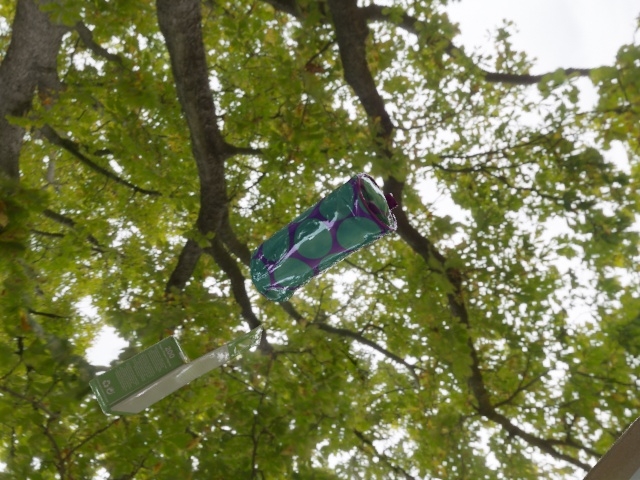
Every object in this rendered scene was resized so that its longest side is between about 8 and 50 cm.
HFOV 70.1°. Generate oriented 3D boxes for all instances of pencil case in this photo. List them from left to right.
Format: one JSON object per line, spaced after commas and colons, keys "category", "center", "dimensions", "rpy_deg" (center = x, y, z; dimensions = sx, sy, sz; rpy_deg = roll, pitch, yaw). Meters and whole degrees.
{"category": "pencil case", "center": [0.000, 0.000, 0.445], "dimensions": [0.070, 0.152, 0.064], "rpy_deg": [3, -122, -58]}

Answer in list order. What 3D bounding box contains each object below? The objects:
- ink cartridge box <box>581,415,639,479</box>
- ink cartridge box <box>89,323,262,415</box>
{"category": "ink cartridge box", "center": [0.396, 0.296, 0.437], "dimensions": [0.193, 0.235, 0.088], "rpy_deg": [-33, -55, -20]}
{"category": "ink cartridge box", "center": [-0.207, 0.185, 0.704], "dimensions": [0.235, 0.171, 0.056], "rpy_deg": [-29, -105, -19]}
